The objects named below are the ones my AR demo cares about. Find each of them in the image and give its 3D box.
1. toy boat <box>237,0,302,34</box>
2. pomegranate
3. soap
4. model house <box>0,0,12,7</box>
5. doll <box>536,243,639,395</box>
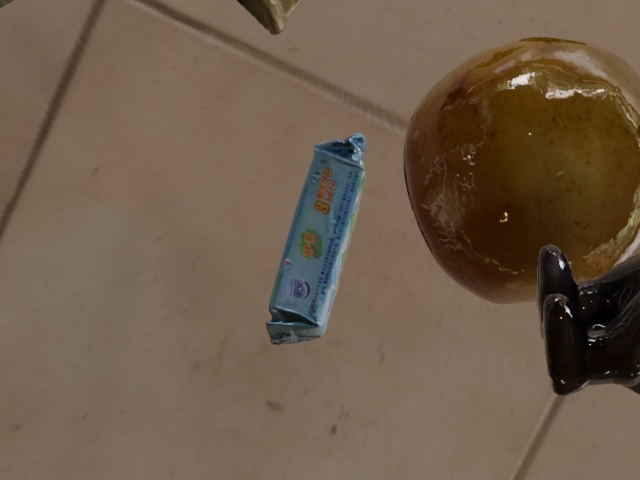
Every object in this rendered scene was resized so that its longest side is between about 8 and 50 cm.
[{"bbox_3d":[-0.079,-0.290,1.353,0.061,0.116,0.188,-38,86,-7],"label":"toy boat"},{"bbox_3d":[0.206,-0.057,1.263,0.264,0.264,0.264,1,99,7],"label":"pomegranate"},{"bbox_3d":[0.000,0.000,1.817,0.077,0.156,0.293,15,83,5],"label":"soap"},{"bbox_3d":[-0.340,-0.273,1.166,0.206,0.178,0.271,50,124,31],"label":"model house"},{"bbox_3d":[0.228,0.016,0.547,0.258,0.195,0.153,-19,128,-17],"label":"doll"}]
